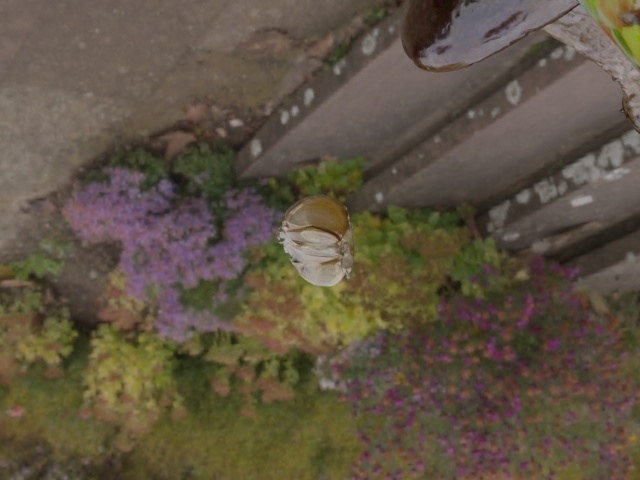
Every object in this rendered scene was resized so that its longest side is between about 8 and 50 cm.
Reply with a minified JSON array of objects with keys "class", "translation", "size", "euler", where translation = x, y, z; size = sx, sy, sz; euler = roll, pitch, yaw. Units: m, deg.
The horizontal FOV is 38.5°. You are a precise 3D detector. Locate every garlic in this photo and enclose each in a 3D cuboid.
[{"class":"garlic","translation":[-0.004,0.000,1.119],"size":[0.094,0.113,0.074],"euler":[3,-177,6]}]

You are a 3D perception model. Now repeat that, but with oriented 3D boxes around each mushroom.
[{"class":"mushroom","translation":[0.194,-0.156,0.612],"size":[0.217,0.148,0.227],"euler":[34,145,-19]}]

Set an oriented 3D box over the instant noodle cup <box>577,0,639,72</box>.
[{"class":"instant noodle cup","translation":[0.172,-0.125,0.335],"size":[0.207,0.233,0.207],"euler":[-24,163,-8]}]
